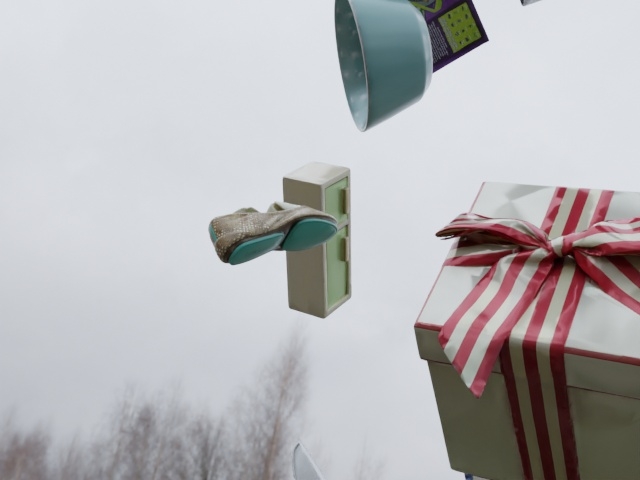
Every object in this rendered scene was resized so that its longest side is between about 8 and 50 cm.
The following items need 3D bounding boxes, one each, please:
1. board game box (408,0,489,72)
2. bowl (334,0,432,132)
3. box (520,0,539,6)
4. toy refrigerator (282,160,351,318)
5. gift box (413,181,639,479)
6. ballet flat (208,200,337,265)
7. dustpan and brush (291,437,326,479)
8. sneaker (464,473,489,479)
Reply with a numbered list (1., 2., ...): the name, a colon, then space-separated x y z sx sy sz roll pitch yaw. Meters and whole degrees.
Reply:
1. board game box: 0.227 -0.564 1.840 0.347 0.208 0.056 60 -4 -22
2. bowl: 0.140 -0.402 1.733 0.163 0.312 0.311 -12 -26 -6
3. box: 0.216 -0.441 0.871 0.073 0.293 0.295 -17 -3 12
4. toy refrigerator: 0.000 0.000 1.489 0.094 0.102 0.270 14 -62 31
5. gift box: 0.245 0.100 0.765 0.255 0.276 0.258 3 -50 24
6. ballet flat: -0.059 -0.020 1.009 0.206 0.067 0.073 -9 -36 -52
7. dustpan and brush: 0.014 0.332 0.843 0.060 0.211 0.147 -30 -42 -6
8. sneaker: 0.255 0.276 1.099 0.130 0.297 0.112 -11 0 8
